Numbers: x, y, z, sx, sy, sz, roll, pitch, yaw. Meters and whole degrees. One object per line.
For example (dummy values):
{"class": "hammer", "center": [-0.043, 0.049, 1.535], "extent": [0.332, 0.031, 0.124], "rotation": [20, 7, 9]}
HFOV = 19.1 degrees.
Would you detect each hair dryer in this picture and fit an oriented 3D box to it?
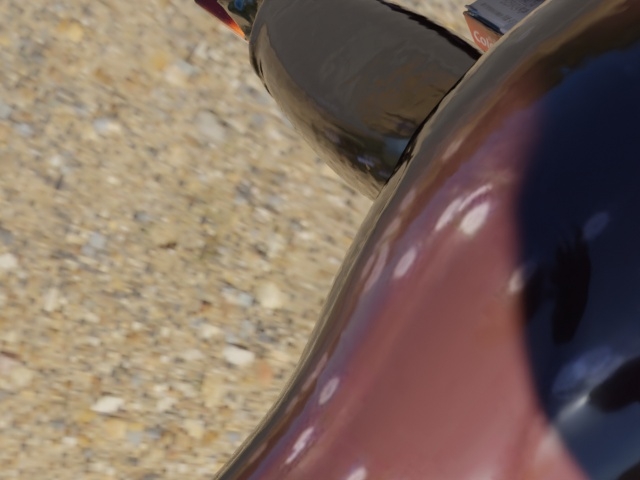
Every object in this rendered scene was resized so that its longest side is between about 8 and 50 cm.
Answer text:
{"class": "hair dryer", "center": [0.000, 0.000, 0.554], "extent": [0.312, 0.123, 0.340], "rotation": [-41, 30, -5]}

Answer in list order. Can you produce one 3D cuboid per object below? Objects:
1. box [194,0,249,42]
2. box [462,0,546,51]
{"class": "box", "center": [0.063, -0.084, 1.320], "extent": [0.273, 0.265, 0.048], "rotation": [35, 94, 14]}
{"class": "box", "center": [0.132, -0.027, 0.933], "extent": [0.039, 0.218, 0.055], "rotation": [-31, 30, -9]}
